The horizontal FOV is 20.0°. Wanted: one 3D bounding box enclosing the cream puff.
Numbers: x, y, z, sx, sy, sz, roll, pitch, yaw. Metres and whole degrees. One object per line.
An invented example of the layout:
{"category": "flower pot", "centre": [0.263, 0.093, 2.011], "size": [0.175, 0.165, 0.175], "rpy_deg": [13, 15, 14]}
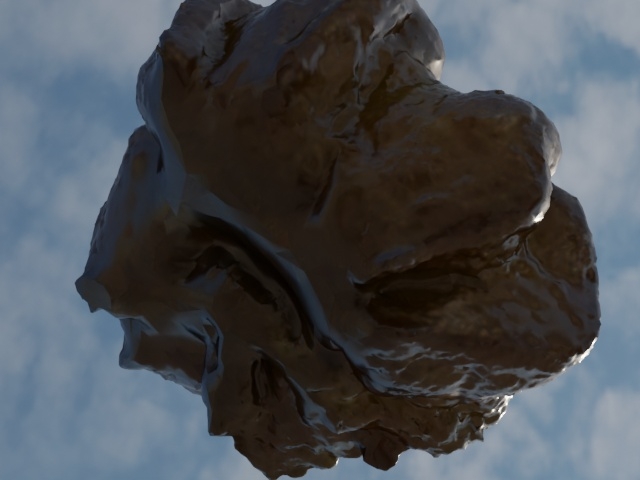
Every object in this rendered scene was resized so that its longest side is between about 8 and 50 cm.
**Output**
{"category": "cream puff", "centre": [0.000, 0.000, 0.844], "size": [0.241, 0.154, 0.269], "rpy_deg": [56, -47, 13]}
